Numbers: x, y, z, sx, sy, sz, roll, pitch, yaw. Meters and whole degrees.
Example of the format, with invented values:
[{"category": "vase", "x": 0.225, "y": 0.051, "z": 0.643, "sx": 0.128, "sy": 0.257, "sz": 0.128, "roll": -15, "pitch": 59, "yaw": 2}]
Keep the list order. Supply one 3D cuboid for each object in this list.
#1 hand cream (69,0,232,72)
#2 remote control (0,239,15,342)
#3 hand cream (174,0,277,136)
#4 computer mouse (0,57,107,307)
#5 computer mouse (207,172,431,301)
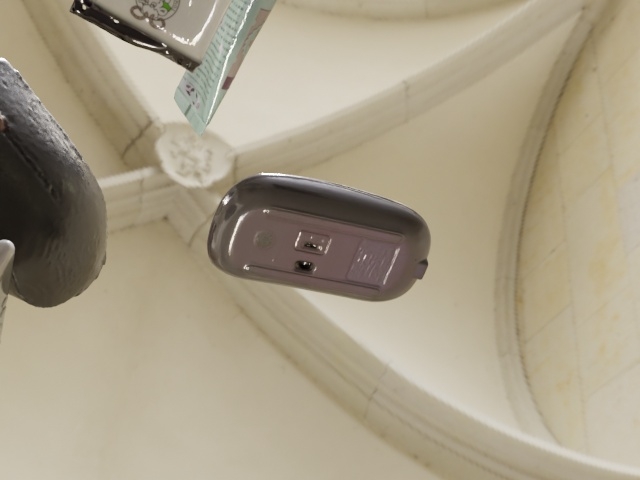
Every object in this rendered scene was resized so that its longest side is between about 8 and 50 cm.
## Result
[{"category": "hand cream", "x": -0.078, "y": -0.303, "z": 0.817, "sx": 0.121, "sy": 0.336, "sz": 0.076, "roll": 30, "pitch": -162, "yaw": -15}, {"category": "remote control", "x": -0.344, "y": 0.095, "z": 1.009, "sx": 0.029, "sy": 0.261, "sz": 0.067, "roll": 26, "pitch": -131, "yaw": -3}, {"category": "hand cream", "x": -0.093, "y": -0.279, "z": 1.173, "sx": 0.058, "sy": 0.331, "sz": 0.085, "roll": 4, "pitch": -141, "yaw": -48}, {"category": "computer mouse", "x": -0.326, "y": -0.063, "z": 1.069, "sx": 0.168, "sy": 0.087, "sz": 0.295, "roll": -49, "pitch": -57, "yaw": -44}, {"category": "computer mouse", "x": -0.001, "y": -0.001, "z": 0.995, "sx": 0.232, "sy": 0.120, "sz": 0.057, "roll": 10, "pitch": -153, "yaw": -20}]
